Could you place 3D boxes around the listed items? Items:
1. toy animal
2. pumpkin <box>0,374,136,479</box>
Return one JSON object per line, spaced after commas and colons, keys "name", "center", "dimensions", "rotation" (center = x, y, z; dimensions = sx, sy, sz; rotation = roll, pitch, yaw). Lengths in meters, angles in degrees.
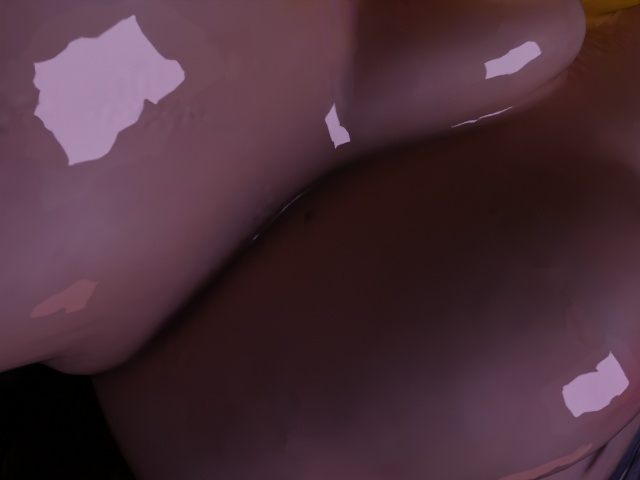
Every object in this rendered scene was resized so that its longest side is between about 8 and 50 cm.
{"name": "toy animal", "center": [0.014, -0.007, 0.549], "dimensions": [0.277, 0.246, 0.345], "rotation": [-27, 175, 36]}
{"name": "pumpkin", "center": [-0.039, 0.107, 0.803], "dimensions": [0.223, 0.157, 0.223], "rotation": [-55, 169, -16]}
